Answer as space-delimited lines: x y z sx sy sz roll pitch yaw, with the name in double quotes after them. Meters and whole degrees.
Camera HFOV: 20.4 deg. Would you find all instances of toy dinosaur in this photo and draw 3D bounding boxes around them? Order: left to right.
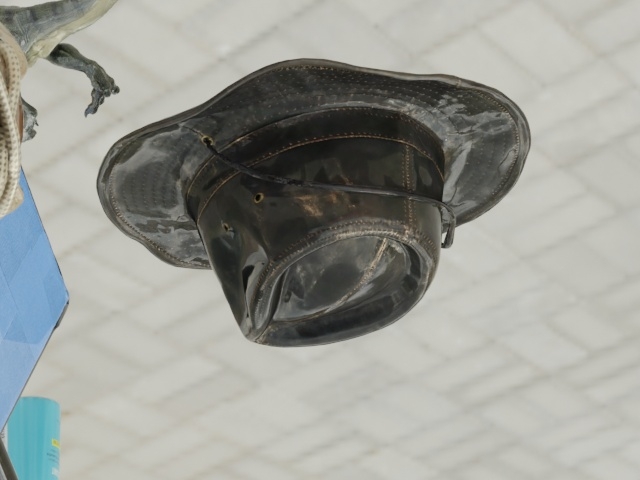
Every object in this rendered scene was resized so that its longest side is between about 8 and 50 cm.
-0.224 -0.140 1.366 0.268 0.064 0.118 -12 119 28 "toy dinosaur"

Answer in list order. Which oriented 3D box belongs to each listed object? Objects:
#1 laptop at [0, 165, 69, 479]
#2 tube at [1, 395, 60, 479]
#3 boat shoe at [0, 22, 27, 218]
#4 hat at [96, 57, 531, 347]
-0.162 0.028 0.926 0.236 0.408 0.382 -36 133 -26 "laptop"
-0.221 0.223 1.344 0.052 0.207 0.080 -4 159 -1 "tube"
-0.152 -0.051 0.586 0.116 0.324 0.123 8 104 -16 "boat shoe"
0.000 0.000 1.305 0.331 0.134 0.331 -5 156 -2 "hat"
